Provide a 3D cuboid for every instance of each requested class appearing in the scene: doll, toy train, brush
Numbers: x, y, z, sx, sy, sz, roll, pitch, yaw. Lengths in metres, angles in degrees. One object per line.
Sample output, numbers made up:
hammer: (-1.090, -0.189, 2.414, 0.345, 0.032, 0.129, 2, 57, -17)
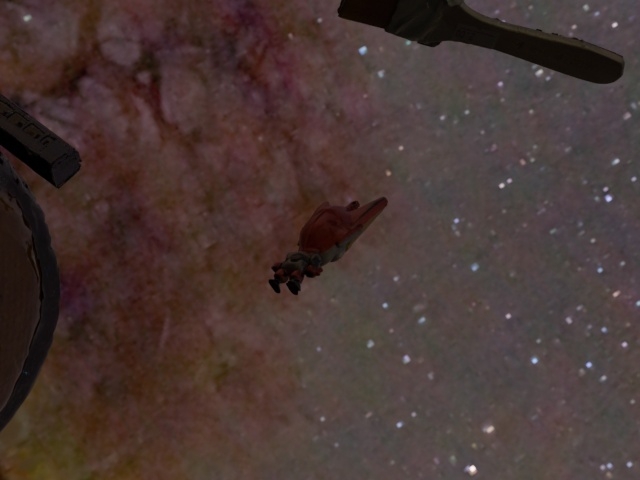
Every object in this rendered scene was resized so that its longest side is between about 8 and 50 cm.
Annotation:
doll: (0.000, 0.000, 1.164, 0.109, 0.169, 0.057, -2, -59, 44)
toy train: (-0.136, -0.052, 0.404, 0.083, 0.017, 0.017, 35, -28, 18)
brush: (0.187, -0.230, 1.057, 0.085, 0.337, 0.020, 116, -17, -50)

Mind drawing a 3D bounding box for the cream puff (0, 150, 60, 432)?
cream puff: (-0.272, 0.031, 0.555, 0.165, 0.239, 0.239, 10, -44, 22)
